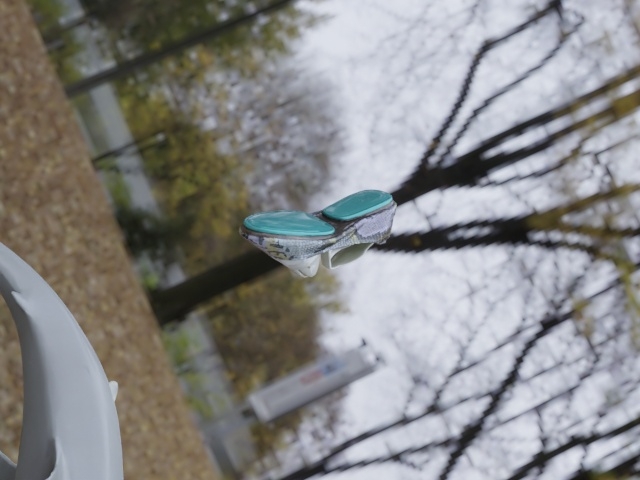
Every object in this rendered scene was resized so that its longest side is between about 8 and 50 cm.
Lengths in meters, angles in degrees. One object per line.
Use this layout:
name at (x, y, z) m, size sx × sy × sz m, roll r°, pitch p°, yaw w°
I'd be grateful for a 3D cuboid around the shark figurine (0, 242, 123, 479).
shark figurine at (-0.145, 0.094, 0.752) m, size 0.116 × 0.166 × 0.278 m, roll -5°, pitch 84°, yaw -78°

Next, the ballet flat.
ballet flat at (0.000, 0.000, 0.865) m, size 0.041 × 0.114 × 0.041 m, roll 13°, pitch -71°, yaw 42°
